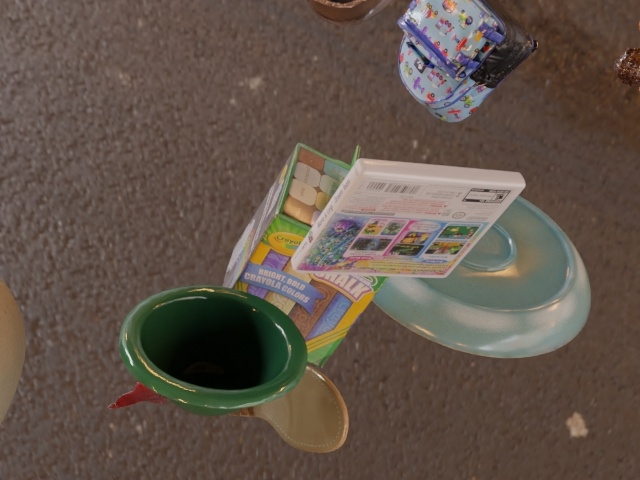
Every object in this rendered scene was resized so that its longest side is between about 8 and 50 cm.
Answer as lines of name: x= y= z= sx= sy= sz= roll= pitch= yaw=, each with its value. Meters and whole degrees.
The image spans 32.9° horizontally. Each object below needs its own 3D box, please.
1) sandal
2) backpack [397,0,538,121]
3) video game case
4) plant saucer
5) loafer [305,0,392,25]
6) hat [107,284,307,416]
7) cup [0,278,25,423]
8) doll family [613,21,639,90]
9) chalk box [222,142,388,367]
sandal: x=-0.024 y=0.179 z=1.209 sx=0.240 sy=0.079 sz=0.088 roll=6 pitch=86 yaw=49
backpack: x=0.170 y=-0.250 z=1.429 sx=0.117 sy=0.173 sz=0.158 roll=6 pitch=44 yaw=-48
video game case: x=0.072 y=-0.015 z=0.916 sx=0.157 sy=0.143 sz=0.019 roll=3 pitch=54 yaw=-27
plant saucer: x=0.184 y=0.013 z=1.316 sx=0.317 sy=0.044 sz=0.317 roll=10 pitch=40 yaw=-8
loafer: x=0.059 y=-0.387 z=1.044 sx=0.134 sy=0.366 sz=0.130 roll=28 pitch=19 yaw=18
hat: x=-0.113 y=0.160 z=1.039 sx=0.173 sy=0.183 sz=0.208 roll=4 pitch=30 yaw=-12
cup: x=-0.425 y=0.115 z=1.048 sx=0.331 sy=0.331 sz=0.237 roll=25 pitch=19 yaw=17
doll family: x=0.396 y=-0.262 z=1.141 sx=0.163 sy=0.118 sz=0.263 roll=15 pitch=78 yaw=-26
chalk box: x=0.000 y=0.000 z=1.115 sx=0.132 sy=0.213 sz=0.132 roll=27 pitch=38 yaw=-11
